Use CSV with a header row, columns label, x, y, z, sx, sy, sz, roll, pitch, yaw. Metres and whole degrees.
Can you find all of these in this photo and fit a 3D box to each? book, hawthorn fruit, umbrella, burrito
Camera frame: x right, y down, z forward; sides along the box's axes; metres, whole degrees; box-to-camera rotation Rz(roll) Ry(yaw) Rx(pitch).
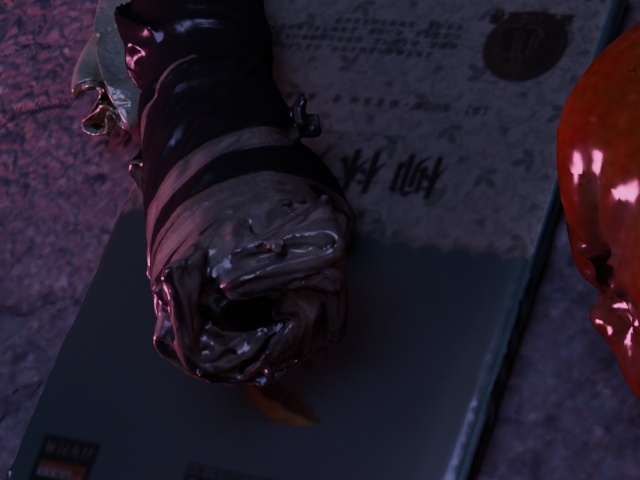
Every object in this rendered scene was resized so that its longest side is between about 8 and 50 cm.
label,x,y,z,sx,sy,sz,roll,pitch,yaw
book,0.000,0.000,0.913,0.264,0.031,0.379,7,62,28
hawthorn fruit,0.239,-0.029,0.731,0.262,0.210,0.210,-25,52,-8
umbrella,-0.055,-0.073,0.919,0.113,0.106,0.358,-16,47,3
burrito,-0.118,-0.115,1.030,0.074,0.044,0.118,14,64,21
